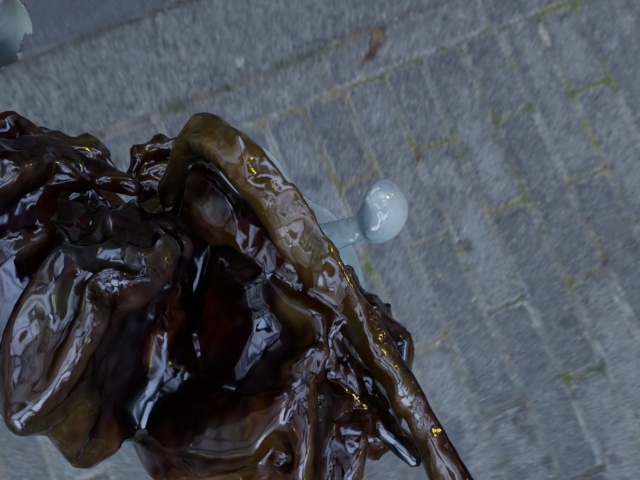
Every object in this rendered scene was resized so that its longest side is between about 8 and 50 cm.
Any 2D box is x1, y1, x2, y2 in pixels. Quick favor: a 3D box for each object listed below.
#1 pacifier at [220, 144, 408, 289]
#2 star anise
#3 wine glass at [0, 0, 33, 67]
[{"bbox_3d":[0.000,0.000,0.782,0.116,0.150,0.127,-22,35,29],"label":"pacifier"},{"bbox_3d":[-0.056,0.014,0.468,0.220,0.190,0.126,18,96,-18],"label":"star anise"},{"bbox_3d":[-0.129,-0.090,0.449,0.042,0.083,0.039,-5,75,3],"label":"wine glass"}]
